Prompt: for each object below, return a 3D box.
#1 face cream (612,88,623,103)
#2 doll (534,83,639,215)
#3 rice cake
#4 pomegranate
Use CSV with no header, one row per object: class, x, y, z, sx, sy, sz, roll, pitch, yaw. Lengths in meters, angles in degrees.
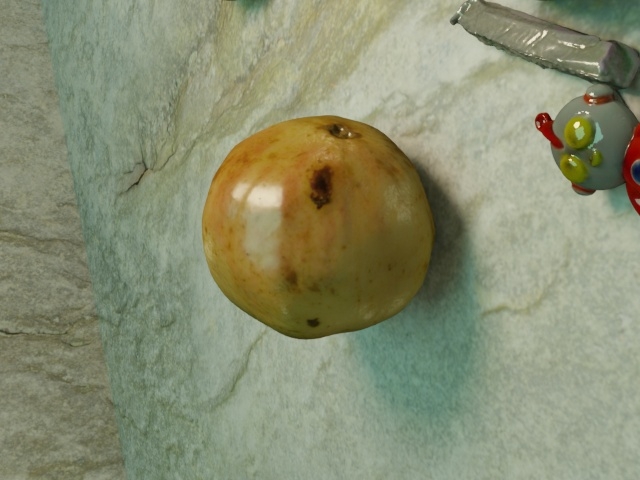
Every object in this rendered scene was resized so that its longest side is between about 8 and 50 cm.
face cream,0.295,-0.133,0.866,0.083,0.021,0.040,-53,54,49
doll,0.312,-0.085,0.786,0.245,0.076,0.142,32,134,41
rice cake,0.247,-0.230,0.901,0.270,0.049,0.055,40,106,49
pomegranate,0.000,0.000,1.107,0.342,0.343,0.342,15,108,57
